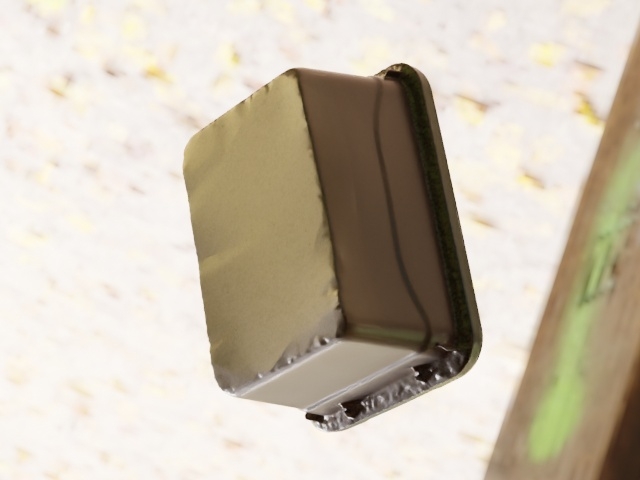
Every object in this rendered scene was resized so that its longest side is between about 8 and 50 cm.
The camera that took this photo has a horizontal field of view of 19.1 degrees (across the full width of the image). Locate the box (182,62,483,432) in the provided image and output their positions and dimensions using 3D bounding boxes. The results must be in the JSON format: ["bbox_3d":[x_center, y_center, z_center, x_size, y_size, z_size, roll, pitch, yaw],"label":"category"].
[{"bbox_3d":[0.000,0.000,0.684,0.062,0.122,0.089,11,151,-41],"label":"box"}]
